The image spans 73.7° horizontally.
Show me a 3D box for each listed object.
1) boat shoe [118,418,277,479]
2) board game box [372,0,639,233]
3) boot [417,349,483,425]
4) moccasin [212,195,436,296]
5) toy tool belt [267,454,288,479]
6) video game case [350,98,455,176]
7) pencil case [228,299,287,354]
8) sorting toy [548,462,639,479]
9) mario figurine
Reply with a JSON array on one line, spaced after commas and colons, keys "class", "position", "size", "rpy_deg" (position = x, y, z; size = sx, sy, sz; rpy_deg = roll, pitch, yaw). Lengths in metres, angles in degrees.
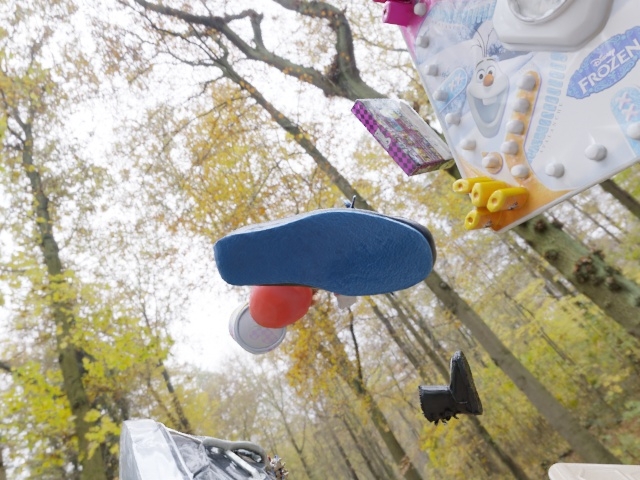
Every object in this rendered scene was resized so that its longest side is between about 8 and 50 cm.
[{"class": "boat shoe", "position": [-0.074, 0.203, 0.316], "size": [0.105, 0.113, 0.306], "rpy_deg": [1, -6, -37]}, {"class": "board game box", "position": [0.210, -0.250, 0.403], "size": [0.050, 0.389, 0.390], "rpy_deg": [-10, -17, -26]}, {"class": "boot", "position": [0.221, 0.261, 0.754], "size": [0.099, 0.121, 0.045], "rpy_deg": [-18, -4, 28]}, {"class": "moccasin", "position": [0.000, 0.000, 0.626], "size": [0.117, 0.342, 0.137], "rpy_deg": [-28, -63, -60]}, {"class": "toy tool belt", "position": [-0.098, 0.498, 0.938], "size": [0.051, 0.052, 0.083], "rpy_deg": [-17, -69, -26]}, {"class": "video game case", "position": [0.214, -0.264, 1.070], "size": [0.210, 0.232, 0.042], "rpy_deg": [-19, -25, -45]}, {"class": "pencil case", "position": [-0.161, 0.203, 1.026], "size": [0.114, 0.124, 0.273], "rpy_deg": [-23, -5, -18]}, {"class": "sorting toy", "position": [0.466, 0.372, 0.610], "size": [0.208, 0.038, 0.193], "rpy_deg": [-7, -6, 9]}, {"class": "mario figurine", "position": [-0.045, 0.088, 0.906], "size": [0.320, 0.198, 0.170], "rpy_deg": [-40, -58, -53]}]
